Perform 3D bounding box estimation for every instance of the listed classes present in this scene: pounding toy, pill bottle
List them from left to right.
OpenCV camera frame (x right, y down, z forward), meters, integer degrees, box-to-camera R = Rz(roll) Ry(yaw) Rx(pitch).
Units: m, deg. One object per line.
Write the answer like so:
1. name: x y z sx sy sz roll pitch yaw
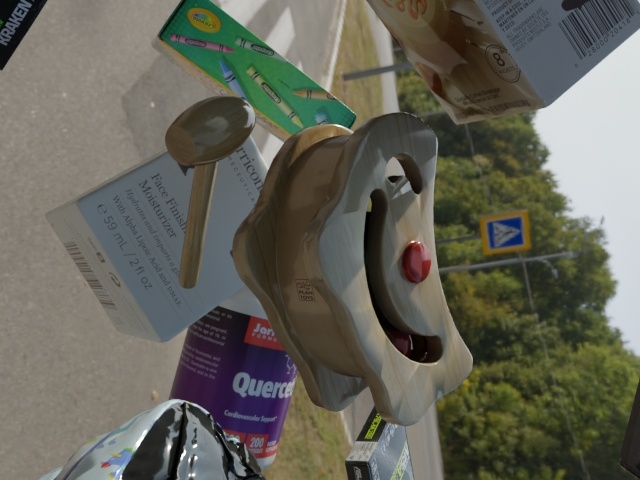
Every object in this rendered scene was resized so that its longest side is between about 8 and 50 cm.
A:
1. pill bottle: -0.121 0.177 1.032 0.181 0.182 0.322 20 85 -80
2. pounding toy: 0.000 0.000 0.491 0.154 0.155 0.269 -47 123 -38

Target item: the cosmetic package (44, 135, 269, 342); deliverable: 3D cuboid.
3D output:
1. cosmetic package: -0.147 -0.012 0.683 0.151 0.184 0.151 -5 -63 58

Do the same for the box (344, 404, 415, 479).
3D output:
1. box: 0.099 0.373 1.064 0.191 0.045 0.184 -41 121 -62

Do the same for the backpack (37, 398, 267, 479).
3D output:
1. backpack: -0.159 0.304 0.581 0.290 0.274 0.355 49 33 -20

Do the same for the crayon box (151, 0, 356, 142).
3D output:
1. crayon box: -0.098 -0.228 0.956 0.279 0.081 0.165 34 0 -21

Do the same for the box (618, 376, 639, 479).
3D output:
1. box: 0.467 0.170 0.736 0.293 0.074 0.295 -135 -121 -83

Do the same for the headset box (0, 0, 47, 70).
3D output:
1. headset box: -0.443 -0.375 0.750 0.283 0.246 0.131 23 26 -48

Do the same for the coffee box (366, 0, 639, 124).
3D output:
1. coffee box: 0.083 -0.208 0.454 0.246 0.098 0.141 51 -7 -11
